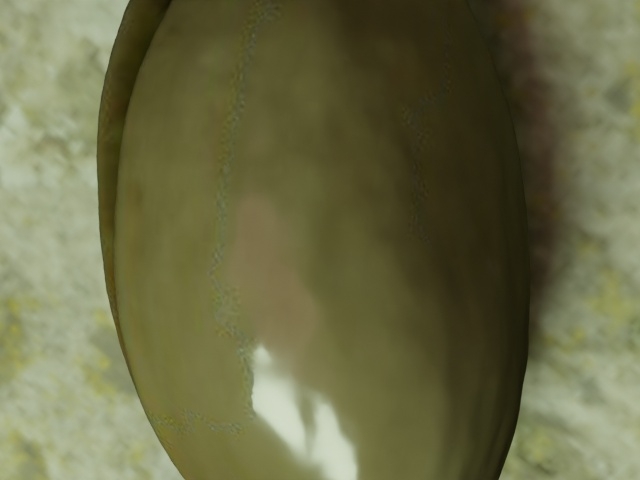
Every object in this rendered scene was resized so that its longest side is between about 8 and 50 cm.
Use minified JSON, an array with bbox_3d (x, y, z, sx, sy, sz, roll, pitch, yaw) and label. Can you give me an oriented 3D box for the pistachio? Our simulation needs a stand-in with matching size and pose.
[{"bbox_3d":[0.000,0.000,0.538,0.135,0.136,0.226,-4,103,19],"label":"pistachio"}]
